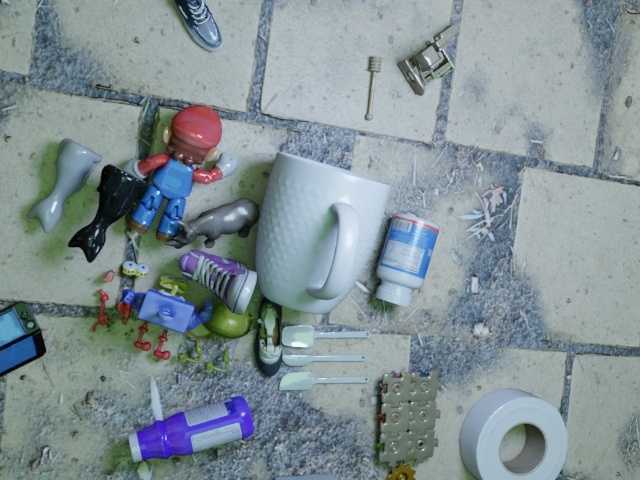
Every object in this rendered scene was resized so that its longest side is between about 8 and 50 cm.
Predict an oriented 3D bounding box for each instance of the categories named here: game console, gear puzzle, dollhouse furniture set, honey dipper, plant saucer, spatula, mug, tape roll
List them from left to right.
[{"bbox_3d":[-0.689,0.219,1.518,0.144,0.085,0.124,-27,101,-14],"label":"game console"},{"bbox_3d":[-0.286,0.200,1.676,0.084,0.015,0.083,-1,93,-17],"label":"plant saucer"},{"bbox_3d":[0.000,0.000,1.568,0.276,0.374,0.328,14,98,-19],"label":"mug"},{"bbox_3d":[0.016,0.297,1.774,0.242,0.019,0.168,2,92,-17],"label":"spatula"},{"bbox_3d":[0.131,-0.384,1.763,0.031,0.030,0.160,6,96,-17],"label":"honey dipper"},{"bbox_3d":[0.227,0.505,1.844,0.176,0.044,0.338,0,96,-19],"label":"gear puzzle"},{"bbox_3d":[0.316,-0.461,1.743,0.182,0.161,0.101,-38,103,-11],"label":"dollhouse furniture set"},{"bbox_3d":[0.529,0.552,1.905,0.286,0.100,0.286,-1,93,-16],"label":"tape roll"}]

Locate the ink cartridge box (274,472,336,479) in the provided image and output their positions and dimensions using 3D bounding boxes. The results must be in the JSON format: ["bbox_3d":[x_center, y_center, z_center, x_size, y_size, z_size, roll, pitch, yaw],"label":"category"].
[{"bbox_3d":[-0.038,0.704,1.745,0.154,0.093,0.212,1,92,-16],"label":"ink cartridge box"}]

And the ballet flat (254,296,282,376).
[{"bbox_3d":[-0.126,0.237,1.699,0.074,0.074,0.203,1,93,-17],"label":"ballet flat"}]

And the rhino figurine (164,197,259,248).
[{"bbox_3d":[-0.246,-0.034,1.598,0.243,0.106,0.073,-20,71,-28],"label":"rhino figurine"}]

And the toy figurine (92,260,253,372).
[{"bbox_3d":[-0.325,0.185,1.544,0.363,0.217,0.191,23,85,-12],"label":"toy figurine"}]

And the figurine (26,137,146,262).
[{"bbox_3d":[-0.521,-0.087,1.519,0.215,0.092,0.209,29,89,18],"label":"figurine"}]

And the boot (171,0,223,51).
[{"bbox_3d":[-0.285,-0.522,1.594,0.069,0.086,0.190,-40,103,-11],"label":"boot"}]

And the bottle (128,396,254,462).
[{"bbox_3d":[-0.302,0.447,1.633,0.283,0.118,0.092,-13,98,-17],"label":"bottle"}]

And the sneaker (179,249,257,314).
[{"bbox_3d":[-0.237,0.086,1.546,0.161,0.282,0.102,21,90,-16],"label":"sneaker"}]

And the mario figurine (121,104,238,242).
[{"bbox_3d":[-0.324,-0.161,1.610,0.198,0.170,0.320,19,100,-53],"label":"mario figurine"}]

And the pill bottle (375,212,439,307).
[{"bbox_3d":[0.213,0.051,1.764,0.124,0.124,0.221,17,89,-17],"label":"pill bottle"}]
